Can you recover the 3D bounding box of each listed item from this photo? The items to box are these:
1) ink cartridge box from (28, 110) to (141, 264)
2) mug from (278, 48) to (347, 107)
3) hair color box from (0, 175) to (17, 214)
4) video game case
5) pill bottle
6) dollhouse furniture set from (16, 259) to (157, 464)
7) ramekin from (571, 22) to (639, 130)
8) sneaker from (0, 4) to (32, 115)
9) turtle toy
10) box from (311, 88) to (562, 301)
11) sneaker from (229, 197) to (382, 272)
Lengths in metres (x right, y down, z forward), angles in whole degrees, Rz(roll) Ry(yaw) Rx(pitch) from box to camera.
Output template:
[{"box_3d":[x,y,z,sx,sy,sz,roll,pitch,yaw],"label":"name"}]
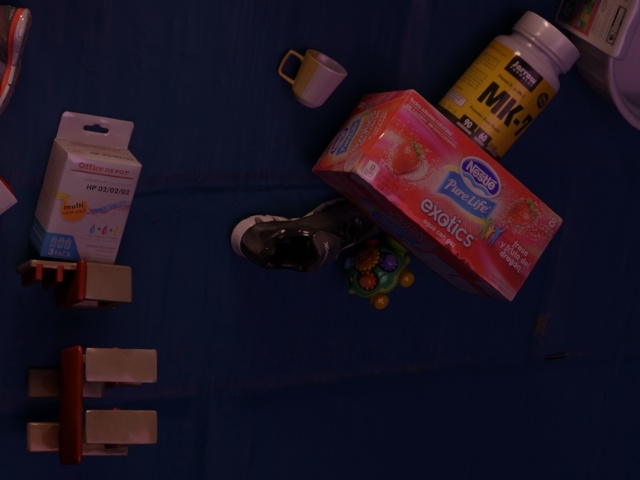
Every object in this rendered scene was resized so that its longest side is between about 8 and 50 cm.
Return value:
[{"box_3d":[-0.299,-0.066,1.964,0.104,0.061,0.181,7,111,-30],"label":"ink cartridge box"},{"box_3d":[-0.012,-0.217,2.045,0.064,0.078,0.062,-58,158,20],"label":"mug"},{"box_3d":[-0.462,-0.087,1.877,0.093,0.053,0.167,-37,127,-4],"label":"hair color box"},{"box_3d":[0.403,-0.367,2.092,0.023,0.183,0.201,11,109,-24],"label":"video game case"},{"box_3d":[0.258,-0.212,2.139,0.119,0.119,0.208,38,94,-36],"label":"pill bottle"},{"box_3d":[-0.321,0.160,1.972,0.135,0.262,0.259,4,79,-26],"label":"dollhouse furniture set"},{"box_3d":[0.497,-0.300,2.204,0.277,0.135,0.277,-11,118,-22],"label":"ramekin"},{"box_3d":[-0.398,-0.216,1.853,0.065,0.061,0.157,18,106,-5],"label":"sneaker"},{"box_3d":[0.088,0.030,2.186,0.130,0.095,0.066,-41,133,-3],"label":"turtle toy"},{"box_3d":[0.160,-0.061,2.090,0.300,0.154,0.142,38,78,-21],"label":"box"},{"box_3d":[0.000,0.000,2.122,0.234,0.106,0.078,-11,120,-22],"label":"sneaker"}]
